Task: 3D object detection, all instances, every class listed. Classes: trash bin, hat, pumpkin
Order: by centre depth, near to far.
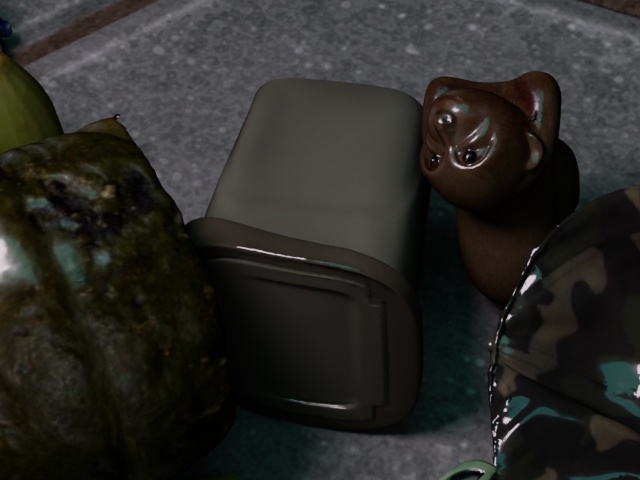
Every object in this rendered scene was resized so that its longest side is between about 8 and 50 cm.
[{"bbox_3d":[-0.207,0.069,1.499,0.225,0.256,0.303,-25,88,-15],"label":"pumpkin"},{"bbox_3d":[0.349,0.158,1.538,0.382,0.257,0.366,27,83,-19],"label":"hat"},{"bbox_3d":[0.000,0.000,1.631,0.219,0.219,0.250,8,48,8],"label":"trash bin"}]

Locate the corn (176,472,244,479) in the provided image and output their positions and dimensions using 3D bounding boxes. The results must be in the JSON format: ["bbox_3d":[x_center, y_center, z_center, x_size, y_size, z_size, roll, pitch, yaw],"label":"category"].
[{"bbox_3d":[-0.188,0.263,1.527,0.288,0.086,0.086,-19,55,-10],"label":"corn"}]

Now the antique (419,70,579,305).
[{"bbox_3d":[0.158,-0.044,1.616,0.121,0.257,0.143,-1,55,17],"label":"antique"}]

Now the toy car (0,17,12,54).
[{"bbox_3d":[-0.436,-0.194,1.831,0.172,0.158,0.235,18,57,17],"label":"toy car"}]

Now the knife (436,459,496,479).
[{"bbox_3d":[0.035,0.271,1.539,0.293,0.020,0.043,-35,57,-21],"label":"knife"}]

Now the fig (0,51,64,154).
[{"bbox_3d":[-0.318,-0.064,1.687,0.207,0.230,0.207,27,45,-30],"label":"fig"}]
